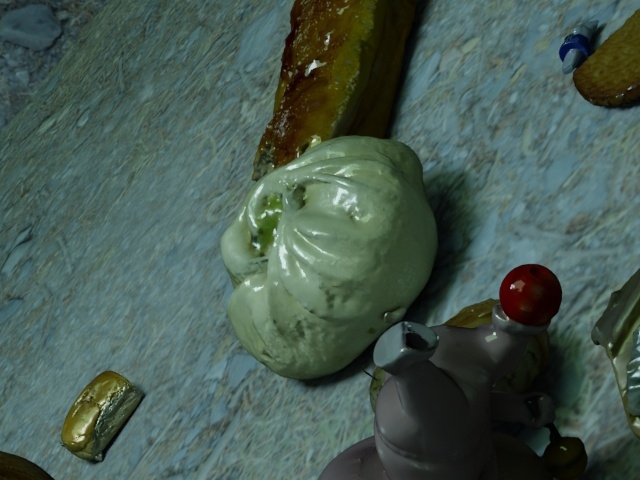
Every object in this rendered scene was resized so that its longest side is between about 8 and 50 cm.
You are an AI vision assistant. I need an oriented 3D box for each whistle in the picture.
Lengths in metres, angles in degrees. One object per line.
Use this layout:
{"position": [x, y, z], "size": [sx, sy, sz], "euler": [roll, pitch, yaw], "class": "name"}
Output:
{"position": [0.239, -0.179, 1.455], "size": [0.033, 0.029, 0.083], "euler": [-36, 17, 39], "class": "whistle"}

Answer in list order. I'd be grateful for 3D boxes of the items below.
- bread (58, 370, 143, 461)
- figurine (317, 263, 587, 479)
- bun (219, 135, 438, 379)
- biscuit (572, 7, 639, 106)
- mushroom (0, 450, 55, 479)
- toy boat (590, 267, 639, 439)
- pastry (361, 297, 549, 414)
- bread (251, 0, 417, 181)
{"position": [-0.258, 0.201, 1.812], "size": [0.106, 0.053, 0.072], "euler": [-51, 27, -10], "class": "bread"}
{"position": [0.091, 0.159, 1.066], "size": [0.176, 0.186, 0.287], "euler": [-80, -1, -60], "class": "figurine"}
{"position": [0.000, 0.000, 1.490], "size": [0.259, 0.160, 0.259], "euler": [-43, 23, 22], "class": "bun"}
{"position": [0.304, -0.181, 1.347], "size": [0.206, 0.025, 0.126], "euler": [-45, 25, 22], "class": "biscuit"}
{"position": [-0.354, 0.360, 1.671], "size": [0.208, 0.301, 0.233], "euler": [-16, -5, -38], "class": "mushroom"}
{"position": [0.331, -0.033, 0.943], "size": [0.162, 0.136, 0.445], "euler": [27, 72, 42], "class": "toy boat"}
{"position": [0.107, 0.102, 1.217], "size": [0.153, 0.081, 0.153], "euler": [-30, -3, -2], "class": "pastry"}
{"position": [0.003, -0.170, 1.781], "size": [0.185, 0.109, 0.380], "euler": [-29, 35, 41], "class": "bread"}
